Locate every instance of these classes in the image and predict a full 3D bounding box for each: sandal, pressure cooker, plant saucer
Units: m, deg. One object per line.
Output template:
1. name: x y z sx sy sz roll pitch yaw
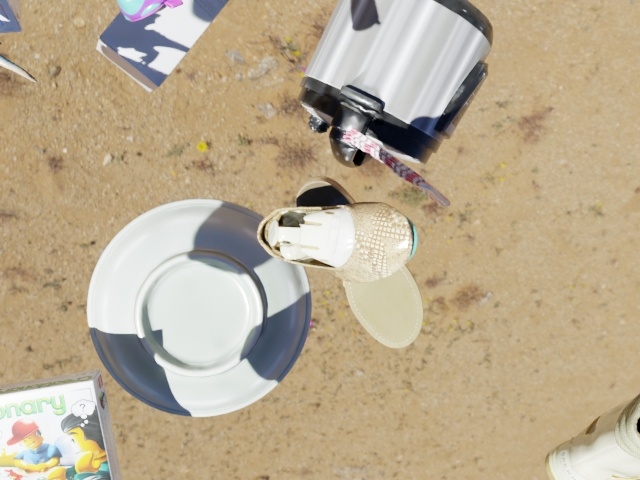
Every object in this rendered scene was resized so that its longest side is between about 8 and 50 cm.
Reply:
1. sandal: 0.057 0.016 0.717 0.088 0.079 0.240 -28 107 19
2. pressure cooker: 0.151 -0.363 1.342 0.370 0.375 0.420 19 102 -38
3. plant saucer: -0.209 0.124 1.015 0.401 0.100 0.399 0 93 -8

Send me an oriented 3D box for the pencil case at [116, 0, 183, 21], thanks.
1. pencil case: -0.178 -0.277 0.509 0.064 0.070 0.151 -49 131 -33

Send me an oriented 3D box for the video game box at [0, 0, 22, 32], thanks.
1. video game box: -0.602 -0.522 1.056 0.048 0.205 0.187 -9 157 -13

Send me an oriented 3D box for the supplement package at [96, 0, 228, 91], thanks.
1. supplement package: -0.398 -0.545 1.451 0.175 0.178 0.292 39 82 -24

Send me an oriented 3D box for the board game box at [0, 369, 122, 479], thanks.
1. board game box: -0.466 0.311 0.849 0.306 0.053 0.192 -9 99 -7

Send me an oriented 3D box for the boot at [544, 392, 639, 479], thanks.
1. boot: 0.351 0.185 0.586 0.213 0.077 0.165 -14 148 -21

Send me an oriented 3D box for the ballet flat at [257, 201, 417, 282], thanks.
1. ballet flat: 0.000 0.000 0.521 0.067 0.206 0.072 5 86 -29

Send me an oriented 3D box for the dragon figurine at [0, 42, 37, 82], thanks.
1. dragon figurine: -0.593 -0.347 0.952 0.290 0.143 0.085 11 142 4

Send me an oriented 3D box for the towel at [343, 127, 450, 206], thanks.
1. towel: 0.141 -0.129 1.053 0.029 0.197 0.144 -54 148 10
